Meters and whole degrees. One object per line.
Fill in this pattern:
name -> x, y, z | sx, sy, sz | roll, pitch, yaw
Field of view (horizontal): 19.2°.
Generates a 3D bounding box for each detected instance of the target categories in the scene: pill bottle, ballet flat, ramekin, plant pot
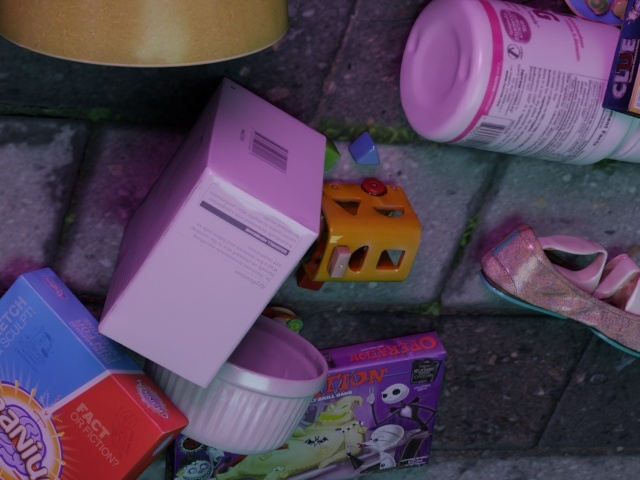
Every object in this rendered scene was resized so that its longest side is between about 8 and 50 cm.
pill bottle -> 0.243, -0.168, 2.050 | 0.283, 0.160, 0.160 | 8, 126, -29
ballet flat -> 0.337, 0.059, 2.337 | 0.316, 0.107, 0.106 | 21, 111, -37
ramekin -> -0.105, 0.156, 2.144 | 0.207, 0.207, 0.109 | 13, 107, -32
plant pot -> -0.158, -0.336, 1.683 | 0.275, 0.275, 0.293 | -6, 116, -19

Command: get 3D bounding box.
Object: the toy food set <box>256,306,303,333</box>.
toy food set -> -0.064, 0.111, 2.266 | 0.083, 0.020, 0.082 | 4, 128, -25

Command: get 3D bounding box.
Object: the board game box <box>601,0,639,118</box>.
board game box -> 0.396, -0.239, 2.010 | 0.165, 0.042, 0.243 | 13, 92, -37

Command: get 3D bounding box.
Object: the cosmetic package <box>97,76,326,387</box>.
cosmetic package -> -0.109, -0.009, 1.976 | 0.138, 0.224, 0.224 | 31, 116, -14

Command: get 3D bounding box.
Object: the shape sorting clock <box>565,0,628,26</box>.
shape sorting clock -> 0.352, -0.316, 2.049 | 0.206, 0.040, 0.206 | -12, 133, -13

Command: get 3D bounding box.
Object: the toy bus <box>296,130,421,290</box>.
toy bus -> 0.012, -0.004, 2.137 | 0.202, 0.104, 0.191 | -34, 134, 8

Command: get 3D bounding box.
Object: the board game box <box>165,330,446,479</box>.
board game box -> -0.021, 0.227, 2.372 | 0.347, 0.056, 0.208 | -9, 128, -16

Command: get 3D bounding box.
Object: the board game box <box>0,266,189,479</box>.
board game box -> -0.332, 0.224, 2.109 | 0.316, 0.242, 0.064 | -48, 168, 20
